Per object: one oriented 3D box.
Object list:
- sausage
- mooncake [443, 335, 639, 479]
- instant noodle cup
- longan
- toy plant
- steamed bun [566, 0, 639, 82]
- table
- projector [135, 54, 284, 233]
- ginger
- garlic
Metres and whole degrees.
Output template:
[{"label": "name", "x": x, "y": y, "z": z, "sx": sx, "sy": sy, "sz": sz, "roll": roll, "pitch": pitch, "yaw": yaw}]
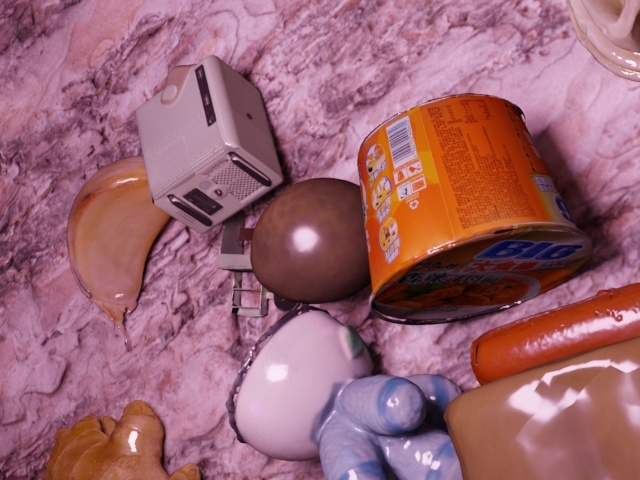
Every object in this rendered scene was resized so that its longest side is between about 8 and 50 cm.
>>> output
[{"label": "sausage", "x": 0.330, "y": 0.123, "z": 1.272, "sx": 0.330, "sy": 0.102, "sz": 0.102, "roll": -23, "pitch": 73, "yaw": 33}, {"label": "mooncake", "x": 0.365, "y": 0.230, "z": 1.026, "sx": 0.467, "sy": 0.467, "sz": 0.262, "roll": -21, "pitch": 76, "yaw": 33}, {"label": "instant noodle cup", "x": 0.181, "y": -0.043, "z": 1.297, "sx": 0.296, "sy": 0.296, "sz": 0.214, "roll": -28, "pitch": 62, "yaw": 31}, {"label": "longan", "x": 0.000, "y": 0.000, "z": 1.452, "sx": 0.212, "sy": 0.198, "sz": 0.198, "roll": -14, "pitch": 75, "yaw": -1}, {"label": "toy plant", "x": 0.067, "y": 0.256, "z": 1.375, "sx": 0.332, "sy": 0.247, "sz": 0.247, "roll": 27, "pitch": 101, "yaw": 32}, {"label": "steamed bun", "x": 0.396, "y": -0.365, "z": 1.116, "sx": 0.394, "sy": 0.237, "sz": 0.347, "roll": -50, "pitch": 21, "yaw": 51}, {"label": "table", "x": -0.089, "y": 0.035, "z": 1.604, "sx": 0.146, "sy": 0.062, "sz": 0.175, "roll": 0, "pitch": 82, "yaw": 36}, {"label": "projector", "x": -0.181, "y": -0.160, "z": 1.602, "sx": 0.177, "sy": 0.163, "sz": 0.243, "roll": -30, "pitch": 53, "yaw": 20}, {"label": "ginger", "x": -0.304, "y": 0.412, "z": 1.716, "sx": 0.375, "sy": 0.166, "sz": 0.236, "roll": 14, "pitch": 57, "yaw": 13}, {"label": "garlic", "x": -0.361, "y": 0.004, "z": 1.763, "sx": 0.196, "sy": 0.151, "sz": 0.339, "roll": 30, "pitch": 105, "yaw": 21}]
